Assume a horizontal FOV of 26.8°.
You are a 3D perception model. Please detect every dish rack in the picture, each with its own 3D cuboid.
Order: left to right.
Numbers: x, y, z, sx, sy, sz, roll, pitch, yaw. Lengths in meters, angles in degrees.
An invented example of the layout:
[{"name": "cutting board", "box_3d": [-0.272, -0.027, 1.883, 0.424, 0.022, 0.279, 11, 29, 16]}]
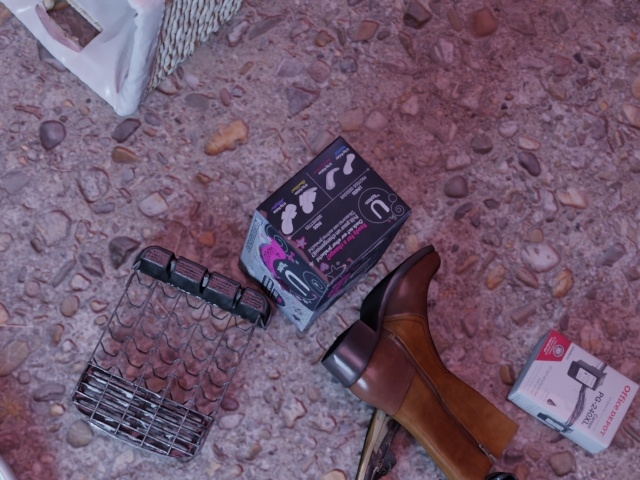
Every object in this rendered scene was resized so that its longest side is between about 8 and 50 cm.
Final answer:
[{"name": "dish rack", "box_3d": [-0.203, 0.152, 1.808, 0.208, 0.074, 0.271, 24, 72, 0]}]

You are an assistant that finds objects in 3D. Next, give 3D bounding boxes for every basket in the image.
[{"name": "basket", "box_3d": [-0.280, -0.414, 1.840, 0.328, 0.331, 0.266, 43, 69, 5]}]

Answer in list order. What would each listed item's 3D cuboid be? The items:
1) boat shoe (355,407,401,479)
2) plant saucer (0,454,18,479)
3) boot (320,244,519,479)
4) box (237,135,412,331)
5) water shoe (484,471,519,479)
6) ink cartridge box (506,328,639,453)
[{"name": "boat shoe", "box_3d": [0.080, 0.293, 1.815, 0.049, 0.056, 0.152, 16, 70, 1]}, {"name": "plant saucer", "box_3d": [-0.545, 0.392, 1.617, 0.401, 0.100, 0.400, 13, 65, -28]}, {"name": "boot", "box_3d": [0.174, 0.171, 1.851, 0.280, 0.096, 0.264, 41, 48, -4]}, {"name": "box", "box_3d": [0.000, 0.000, 1.795, 0.163, 0.247, 0.142, -42, 82, -19]}, {"name": "water shoe", "box_3d": [0.196, 0.392, 1.790, 0.073, 0.080, 0.203, 32, 70, 2]}, {"name": "ink cartridge box", "box_3d": [0.356, 0.213, 1.885, 0.150, 0.063, 0.109, 32, 70, 2]}]
